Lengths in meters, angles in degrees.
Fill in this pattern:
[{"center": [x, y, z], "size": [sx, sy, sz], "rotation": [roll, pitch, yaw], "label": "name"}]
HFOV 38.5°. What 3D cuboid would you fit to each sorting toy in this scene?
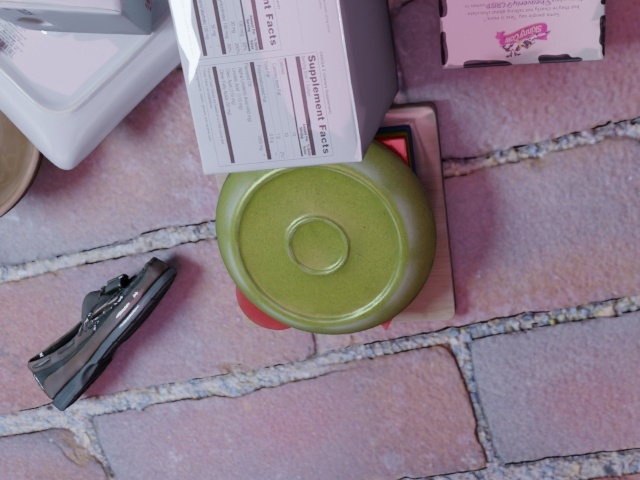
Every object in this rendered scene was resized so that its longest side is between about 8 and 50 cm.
[{"center": [0.010, -0.010, 1.027], "size": [0.257, 0.089, 0.255], "rotation": [-4, 111, 13], "label": "sorting toy"}]

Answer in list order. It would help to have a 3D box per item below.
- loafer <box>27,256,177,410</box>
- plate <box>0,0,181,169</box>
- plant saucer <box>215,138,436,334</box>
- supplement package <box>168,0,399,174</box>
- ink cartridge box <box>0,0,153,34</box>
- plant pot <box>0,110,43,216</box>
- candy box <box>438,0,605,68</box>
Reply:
[{"center": [-0.281, 0.108, 1.139], "size": [0.084, 0.096, 0.267], "rotation": [42, 116, 0], "label": "loafer"}, {"center": [-0.273, -0.261, 0.961], "size": [0.278, 0.045, 0.277], "rotation": [-44, 99, 3], "label": "plate"}, {"center": [0.000, 0.000, 0.964], "size": [0.241, 0.037, 0.240], "rotation": [4, 112, 10], "label": "plant saucer"}, {"center": [-0.022, -0.200, 0.861], "size": [0.145, 0.262, 0.204], "rotation": [-4, 111, 15], "label": "supplement package"}, {"center": [-0.217, -0.348, 0.817], "size": [0.129, 0.223, 0.307], "rotation": [3, 97, -5], "label": "ink cartridge box"}, {"center": [-0.427, -0.126, 1.044], "size": [0.238, 0.110, 0.237], "rotation": [0, 96, -4], "label": "plant pot"}, {"center": [0.192, -0.290, 0.884], "size": [0.159, 0.071, 0.233], "rotation": [0, 111, 12], "label": "candy box"}]
